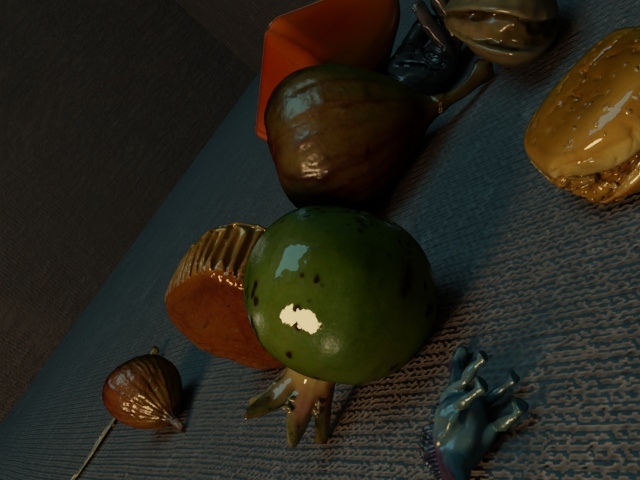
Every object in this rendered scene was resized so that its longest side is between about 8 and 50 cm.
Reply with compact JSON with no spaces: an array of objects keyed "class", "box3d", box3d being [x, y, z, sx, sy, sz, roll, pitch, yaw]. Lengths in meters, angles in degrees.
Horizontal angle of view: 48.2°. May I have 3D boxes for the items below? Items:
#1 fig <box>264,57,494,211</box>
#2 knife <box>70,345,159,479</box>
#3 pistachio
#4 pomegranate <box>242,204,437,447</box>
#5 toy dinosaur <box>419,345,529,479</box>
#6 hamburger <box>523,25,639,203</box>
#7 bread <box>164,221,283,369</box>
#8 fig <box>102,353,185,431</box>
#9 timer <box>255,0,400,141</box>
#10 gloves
[{"class":"fig","box3d":[0.084,-0.166,0.966,0.320,0.217,0.217,-23,24,11]},{"class":"knife","box3d":[-0.386,0.330,1.342,0.047,0.017,0.298,-20,38,61]},{"class":"pistachio","box3d":[0.225,-0.281,0.892,0.136,0.136,0.226,-43,19,22]},{"class":"pomegranate","box3d":[0.005,0.078,0.667,0.181,0.181,0.224,-114,43,-71]},{"class":"toy dinosaur","box3d":[0.103,0.127,0.505,0.080,0.045,0.197,-55,6,30]},{"class":"hamburger","box3d":[0.238,-0.101,0.575,0.147,0.083,0.138,-49,21,13]},{"class":"bread","box3d":[-0.088,0.074,0.851,0.199,0.199,0.104,-31,26,46]},{"class":"fig","box3d":[-0.249,0.246,1.079,0.119,0.153,0.119,-40,-21,-18]},{"class":"timer","box3d":[0.033,-0.282,1.209,0.250,0.161,0.257,-46,-18,-33]},{"class":"gloves","box3d":[0.149,-0.278,1.109,0.286,0.119,0.142,-63,24,7]}]
